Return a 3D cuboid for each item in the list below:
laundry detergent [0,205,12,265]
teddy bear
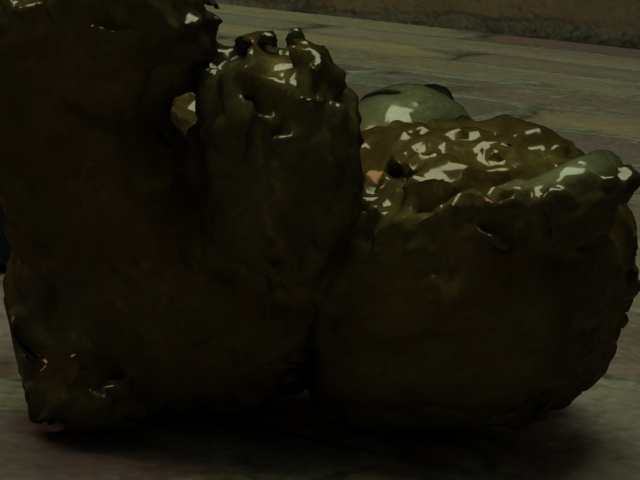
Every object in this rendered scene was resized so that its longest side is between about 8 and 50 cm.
[{"bbox_3d":[-0.225,-0.058,1.135,0.143,0.094,0.290,-8,16,-36],"label":"laundry detergent"},{"bbox_3d":[0.000,0.000,0.771,0.256,0.156,0.267,0,-19,-2],"label":"teddy bear"}]
